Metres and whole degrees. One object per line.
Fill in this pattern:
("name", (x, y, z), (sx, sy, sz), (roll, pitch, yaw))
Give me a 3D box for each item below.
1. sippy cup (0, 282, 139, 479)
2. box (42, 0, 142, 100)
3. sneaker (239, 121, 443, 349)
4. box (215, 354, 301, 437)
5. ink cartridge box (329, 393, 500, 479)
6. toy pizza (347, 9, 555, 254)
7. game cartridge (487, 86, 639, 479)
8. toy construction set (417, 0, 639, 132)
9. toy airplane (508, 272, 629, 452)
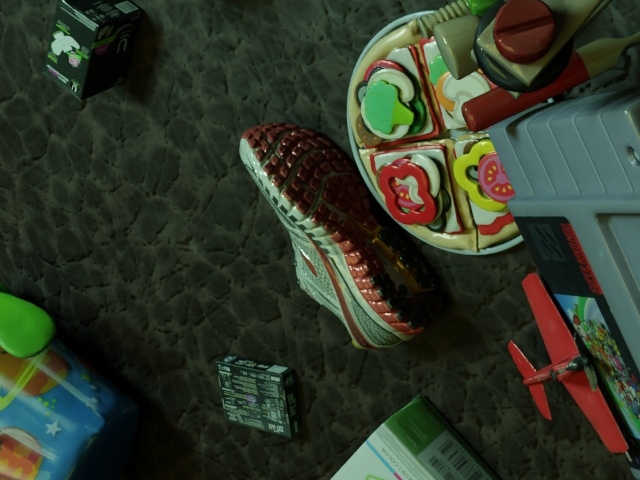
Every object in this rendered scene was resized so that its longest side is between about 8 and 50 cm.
("sippy cup", (-0.319, 0.191, 1.477), (0.224, 0.305, 0.240), (29, 83, 13))
("box", (-0.209, -0.181, 1.301), (0.052, 0.062, 0.083), (36, 129, 19))
("sneaker", (0.000, 0.000, 1.200), (0.225, 0.088, 0.093), (55, 135, 5))
("box", (-0.059, 0.149, 1.367), (0.083, 0.018, 0.067), (7, 115, 37))
("ink cartridge box", (0.060, 0.243, 1.284), (0.109, 0.062, 0.209), (47, 133, 11))
("toy pizza", (0.098, -0.080, 1.118), (0.201, 0.032, 0.201), (18, 121, 33))
("game cartridge", (0.240, 0.068, 0.975), (0.355, 0.068, 0.230), (64, 162, -8))
("toy construction set", (0.170, -0.219, 0.886), (0.309, 0.237, 0.257), (68, 178, -56))
("toy airplane", (0.178, 0.097, 1.084), (0.151, 0.028, 0.151), (60, 169, 20))
